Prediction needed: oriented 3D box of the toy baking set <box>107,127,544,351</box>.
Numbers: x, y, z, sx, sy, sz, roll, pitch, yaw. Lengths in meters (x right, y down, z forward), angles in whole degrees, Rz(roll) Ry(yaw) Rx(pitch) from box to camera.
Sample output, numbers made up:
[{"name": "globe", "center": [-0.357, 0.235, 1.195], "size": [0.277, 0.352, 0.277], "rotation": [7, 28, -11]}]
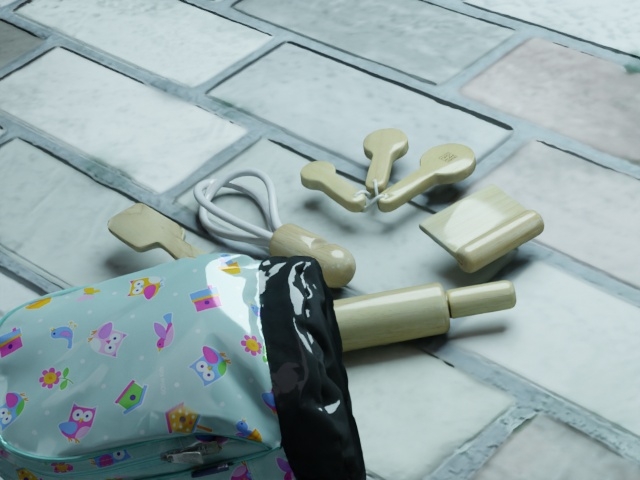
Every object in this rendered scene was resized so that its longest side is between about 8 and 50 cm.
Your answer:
[{"name": "toy baking set", "center": [0.002, 0.004, 0.916], "size": [0.256, 0.030, 0.196], "rotation": [-13, 35, -4]}]

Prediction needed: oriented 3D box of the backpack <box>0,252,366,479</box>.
[{"name": "backpack", "center": [-0.078, 0.079, 0.761], "size": [0.182, 0.115, 0.152], "rotation": [-13, 46, 4]}]
